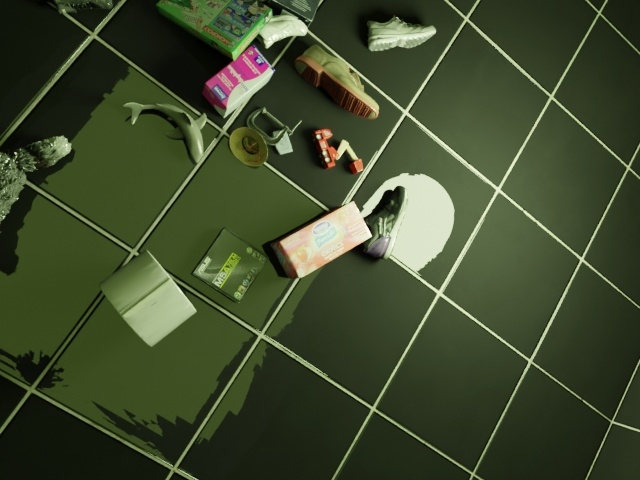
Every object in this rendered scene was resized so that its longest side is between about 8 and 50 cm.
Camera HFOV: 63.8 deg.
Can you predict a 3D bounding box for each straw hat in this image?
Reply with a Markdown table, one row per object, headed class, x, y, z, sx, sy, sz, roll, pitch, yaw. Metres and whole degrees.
| class | x | y | z | sx | sy | sz | roll | pitch | yaw |
| --- | --- | --- | --- | --- | --- | --- | --- | --- | --- |
| straw hat | -0.234 | -0.329 | 1.751 | 0.144 | 0.144 | 0.061 | 42 | 38 | -11 |

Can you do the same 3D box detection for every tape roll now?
| class | x | y | z | sx | sy | sz | roll | pitch | yaw |
| --- | --- | --- | --- | --- | --- | --- | --- | --- | --- |
| tape roll | -0.512 | 0.171 | 1.538 | 0.169 | 0.246 | 0.246 | -39 | 99 | -17 |

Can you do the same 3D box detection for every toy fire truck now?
| class | x | y | z | sx | sy | sz | roll | pitch | yaw |
| --- | --- | --- | --- | --- | --- | --- | --- | --- | --- |
| toy fire truck | 0.062 | -0.321 | 1.857 | 0.135 | 0.047 | 0.192 | -21 | 92 | -18 |

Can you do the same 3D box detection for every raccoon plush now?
| class | x | y | z | sx | sy | sz | roll | pitch | yaw |
| --- | --- | --- | --- | --- | --- | --- | --- | --- | --- |
| raccoon plush | -0.888 | -0.096 | 1.464 | 0.446 | 0.216 | 0.299 | -25 | 102 | -18 |

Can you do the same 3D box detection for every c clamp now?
| class | x | y | z | sx | sy | sz | roll | pitch | yaw |
| --- | --- | --- | --- | --- | --- | --- | --- | --- | --- |
| c clamp | -0.170 | -0.405 | 1.792 | 0.161 | 0.022 | 0.137 | 33 | 82 | -2 |

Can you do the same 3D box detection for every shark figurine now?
| class | x | y | z | sx | sy | sz | roll | pitch | yaw |
| --- | --- | --- | --- | --- | --- | --- | --- | --- | --- |
| shark figurine | -0.473 | -0.399 | 1.656 | 0.278 | 0.116 | 0.166 | 32 | 76 | -15 |

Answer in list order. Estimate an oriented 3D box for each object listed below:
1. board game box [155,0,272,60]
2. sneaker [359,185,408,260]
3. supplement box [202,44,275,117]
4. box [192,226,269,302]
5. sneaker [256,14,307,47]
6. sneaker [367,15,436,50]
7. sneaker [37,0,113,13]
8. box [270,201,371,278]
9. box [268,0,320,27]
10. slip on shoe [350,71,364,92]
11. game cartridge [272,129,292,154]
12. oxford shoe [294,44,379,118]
| class | x | y | z | sx | sy | sz | roll | pitch | yaw |
| --- | --- | --- | --- | --- | --- | --- | --- | --- | --- |
| board game box | -0.349 | -0.757 | 1.696 | 0.317 | 0.046 | 0.213 | 35 | 77 | 8 |
| sneaker | 0.227 | -0.080 | 1.869 | 0.124 | 0.107 | 0.283 | 20 | 81 | -10 |
| supplement box | -0.276 | -0.532 | 1.727 | 0.220 | 0.114 | 0.111 | -44 | 100 | -14 |
| box | -0.298 | 0.083 | 1.717 | 0.184 | 0.045 | 0.190 | 37 | 76 | -15 |
| sneaker | -0.162 | -0.726 | 1.798 | 0.232 | 0.090 | 0.115 | 4 | 92 | -9 |
| sneaker | 0.306 | -0.796 | 1.934 | 0.281 | 0.105 | 0.115 | -12 | 90 | -18 |
| sneaker | -0.773 | -0.747 | 1.600 | 0.234 | 0.078 | 0.106 | 14 | 85 | -13 |
| box | 0.000 | 0.000 | 1.762 | 0.300 | 0.154 | 0.142 | -30 | 96 | -16 |
| box | -0.084 | -0.859 | 1.819 | 0.156 | 0.093 | 0.158 | 24 | 81 | -15 |
| slip on shoe | 0.144 | -0.558 | 1.898 | 0.041 | 0.051 | 0.135 | -30 | 88 | -11 |
| game cartridge | -0.136 | -0.347 | 1.811 | 0.056 | 0.017 | 0.083 | -18 | 92 | -22 |
| oxford shoe | 0.082 | -0.571 | 1.823 | 0.348 | 0.123 | 0.130 | 37 | 72 | -4 |
